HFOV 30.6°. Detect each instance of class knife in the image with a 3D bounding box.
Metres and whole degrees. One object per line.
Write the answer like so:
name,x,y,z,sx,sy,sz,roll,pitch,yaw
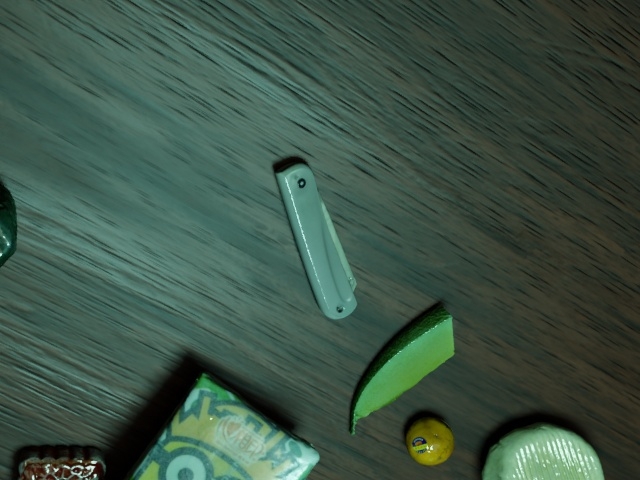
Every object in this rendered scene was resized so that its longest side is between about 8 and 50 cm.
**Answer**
knife,-0.003,0.001,1.807,0.073,0.040,0.265,-28,113,-17

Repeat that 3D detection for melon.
melon,0.130,0.217,1.924,0.262,0.053,0.114,-46,132,7

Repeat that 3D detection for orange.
orange,0.183,0.335,1.948,0.084,0.083,0.083,-5,109,-14

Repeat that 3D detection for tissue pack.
tissue pack,-0.179,0.385,1.782,0.228,0.128,0.310,35,84,-1

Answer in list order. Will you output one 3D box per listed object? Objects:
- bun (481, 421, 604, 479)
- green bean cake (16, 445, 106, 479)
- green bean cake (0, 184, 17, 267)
bun,0.373,0.412,2.012,0.222,0.127,0.222,2,83,-15
green bean cake,-0.403,0.389,1.814,0.135,0.056,0.135,3,107,-18
green bean cake,-0.600,-0.020,1.562,0.308,0.169,0.300,-43,112,2
